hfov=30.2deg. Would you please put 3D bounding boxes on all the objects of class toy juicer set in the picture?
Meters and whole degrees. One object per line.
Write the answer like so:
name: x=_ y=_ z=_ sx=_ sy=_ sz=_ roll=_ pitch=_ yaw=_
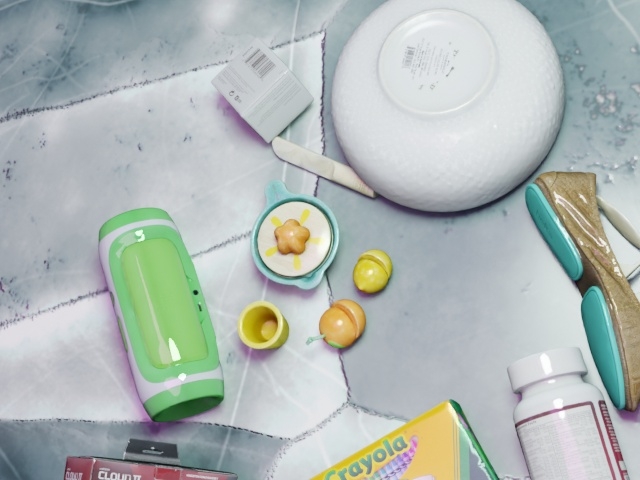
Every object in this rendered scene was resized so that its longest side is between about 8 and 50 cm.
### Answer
toy juicer set: x=0.000 y=0.000 z=1.700 sx=0.209 sy=0.089 sz=0.329 roll=3 pitch=77 yaw=18

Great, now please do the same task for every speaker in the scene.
speaker: x=-0.233 y=0.106 z=1.725 sx=0.131 sy=0.131 sz=0.297 roll=-23 pitch=71 yaw=10

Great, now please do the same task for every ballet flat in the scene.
ballet flat: x=0.388 y=0.052 z=1.573 sx=0.124 sy=0.116 sz=0.342 roll=-17 pitch=67 yaw=-8

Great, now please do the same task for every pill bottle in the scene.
pill bottle: x=0.318 y=0.257 z=1.522 sx=0.121 sy=0.121 sz=0.221 roll=-18 pitch=71 yaw=12

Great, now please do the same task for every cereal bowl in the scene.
cereal bowl: x=0.172 y=-0.219 z=1.661 sx=0.338 sy=0.141 sz=0.339 roll=-4 pitch=72 yaw=11

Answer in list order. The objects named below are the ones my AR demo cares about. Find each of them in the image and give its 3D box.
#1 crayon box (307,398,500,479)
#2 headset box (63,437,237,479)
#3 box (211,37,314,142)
crayon box: x=0.101 y=0.353 z=1.585 sx=0.278 sy=0.081 sz=0.165 roll=-32 pitch=70 yaw=7
headset box: x=-0.240 y=0.417 z=1.595 sx=0.110 sy=0.218 sz=0.293 roll=-13 pitch=68 yaw=57
box: x=-0.087 y=-0.224 z=1.772 sx=0.102 sy=0.087 sz=0.101 roll=-44 pitch=53 yaw=3
